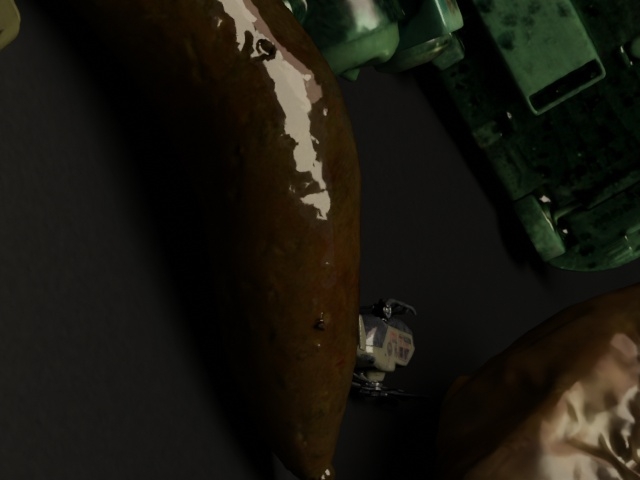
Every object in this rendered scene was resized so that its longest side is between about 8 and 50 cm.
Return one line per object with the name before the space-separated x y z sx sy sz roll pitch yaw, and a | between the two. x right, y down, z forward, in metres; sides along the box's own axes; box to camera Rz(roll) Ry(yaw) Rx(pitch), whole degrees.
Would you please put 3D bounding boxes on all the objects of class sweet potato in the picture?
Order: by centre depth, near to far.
sweet potato | -0.050 -0.063 0.595 0.346 0.079 0.108 59 41 -18

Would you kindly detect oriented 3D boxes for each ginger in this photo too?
ginger | 0.161 0.132 0.760 0.200 0.269 0.223 56 -17 14

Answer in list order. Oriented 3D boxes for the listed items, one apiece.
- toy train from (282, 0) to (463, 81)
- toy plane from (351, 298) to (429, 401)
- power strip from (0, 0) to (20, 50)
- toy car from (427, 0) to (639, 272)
toy train | -0.021 -0.216 0.714 0.194 0.120 0.298 -33 104 -56
toy plane | 0.021 0.053 0.717 0.121 0.031 0.049 23 63 -61
power strip | -0.151 -0.119 0.484 0.168 0.028 0.076 66 25 -14
toy car | 0.150 -0.116 0.970 0.306 0.136 0.125 54 10 -35
